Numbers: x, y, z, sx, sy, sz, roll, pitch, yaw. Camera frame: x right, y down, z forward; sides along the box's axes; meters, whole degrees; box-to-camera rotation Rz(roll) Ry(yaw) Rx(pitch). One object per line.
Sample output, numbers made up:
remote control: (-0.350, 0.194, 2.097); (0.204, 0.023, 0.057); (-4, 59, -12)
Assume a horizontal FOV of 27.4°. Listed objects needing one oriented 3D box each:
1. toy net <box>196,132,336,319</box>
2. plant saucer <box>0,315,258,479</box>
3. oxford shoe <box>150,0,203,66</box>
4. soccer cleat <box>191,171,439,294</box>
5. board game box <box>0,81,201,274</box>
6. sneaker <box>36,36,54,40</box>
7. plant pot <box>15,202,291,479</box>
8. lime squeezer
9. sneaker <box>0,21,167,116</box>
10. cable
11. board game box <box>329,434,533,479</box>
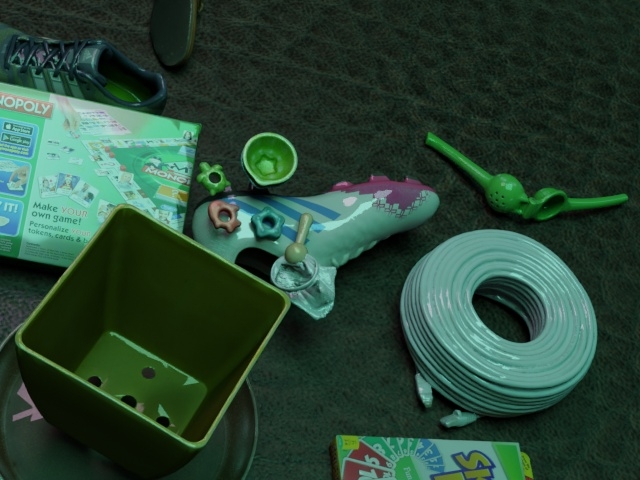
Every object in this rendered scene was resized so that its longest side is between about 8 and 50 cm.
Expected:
toy net: (-0.055, -0.011, 1.565); (0.122, 0.045, 0.232); (-20, 76, -22)
plant saucer: (-0.226, 0.201, 1.471); (0.311, 0.050, 0.310); (10, 54, -14)
oxford shoe: (-0.191, -0.332, 1.849); (0.076, 0.076, 0.212); (31, 50, -50)
soccer cleat: (0.000, 0.000, 1.667); (0.331, 0.116, 0.143); (-4, 71, -18)
board game box: (-0.317, -0.069, 1.584); (0.317, 0.046, 0.213); (12, 74, -12)
sneaker: (-0.416, -0.259, 1.722); (0.134, 0.051, 0.070); (-18, 69, -25)
plant pot: (-0.187, 0.130, 1.386); (0.212, 0.187, 0.212); (29, 52, 3)
lime squeezer: (0.293, -0.067, 1.855); (0.310, 0.058, 0.110); (16, 23, -7)
sneaker: (-0.324, -0.219, 1.643); (0.300, 0.121, 0.111); (16, 63, -24)
cable: (0.226, 0.101, 1.677); (0.257, 0.089, 0.257); (-4, 58, -22)
board game box: (0.143, 0.296, 1.549); (0.259, 0.039, 0.124); (6, 55, -19)
